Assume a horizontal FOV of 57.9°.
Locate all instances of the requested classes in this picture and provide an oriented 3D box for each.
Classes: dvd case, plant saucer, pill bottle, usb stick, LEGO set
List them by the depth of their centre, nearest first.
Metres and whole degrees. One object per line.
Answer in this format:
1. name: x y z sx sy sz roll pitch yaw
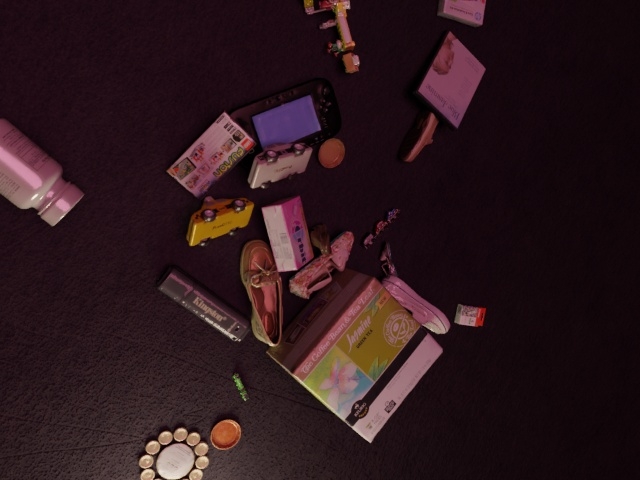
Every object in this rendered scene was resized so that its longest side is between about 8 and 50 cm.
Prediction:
1. pill bottle: -0.645 -0.144 1.270 0.229 0.131 0.131 44 78 -21
2. usb stick: -0.300 0.166 1.504 0.278 0.045 0.077 40 79 -23
3. LEGO set: 0.023 -0.582 1.530 0.107 0.132 0.286 -15 126 -5
4. plant saucer: -0.260 0.528 1.581 0.084 0.013 0.083 -3 96 -24
5. plant saucer: 0.028 -0.244 1.608 0.084 0.015 0.083 -13 118 -26
6. dvd case: 0.385 -0.475 1.714 0.180 0.022 0.252 37 69 -23

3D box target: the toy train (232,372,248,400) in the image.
1. toy train: -0.217 0.399 1.579 0.017 0.024 0.083 -26 106 -19

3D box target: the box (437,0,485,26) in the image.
1. box: 0.427 -0.749 1.721 0.145 0.038 0.186 7 94 -24

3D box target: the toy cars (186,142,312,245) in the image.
1. toy cars: -0.192 -0.135 1.470 0.394 0.176 0.087 -43 68 -4

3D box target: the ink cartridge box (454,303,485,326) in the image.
1. ink cartridge box: 0.492 0.243 1.869 0.115 0.029 0.062 11 91 -24

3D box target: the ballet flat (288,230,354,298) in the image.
1. ballet flat: 0.018 0.075 1.608 0.241 0.077 0.091 -42 149 -8

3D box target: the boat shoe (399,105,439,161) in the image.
1. boat shoe: 0.303 -0.304 1.706 0.072 0.068 0.189 35 81 -35

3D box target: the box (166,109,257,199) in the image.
1. box: -0.271 -0.211 1.442 0.207 0.036 0.114 -43 112 7

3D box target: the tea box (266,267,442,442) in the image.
1. tea box: 0.093 0.303 1.597 0.323 0.220 0.329 45 78 -21

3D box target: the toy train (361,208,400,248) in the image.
1. toy train: 0.177 -0.039 1.701 0.036 0.027 0.158 46 78 -10

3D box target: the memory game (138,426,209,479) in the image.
1. memory game: -0.386 0.584 1.533 0.186 0.012 0.186 -3 97 -23

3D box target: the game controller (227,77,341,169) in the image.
1. game controller: -0.093 -0.309 1.529 0.319 0.067 0.166 -26 106 -18

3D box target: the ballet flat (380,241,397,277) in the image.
1. ballet flat: 0.198 0.062 1.716 0.041 0.041 0.114 -21 103 -20

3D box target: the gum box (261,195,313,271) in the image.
1. gum box: -0.083 -0.014 1.540 0.107 0.062 0.188 -34 114 -60

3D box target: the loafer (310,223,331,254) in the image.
1. loafer: 0.000 0.000 1.571 0.050 0.148 0.056 -10 111 -1

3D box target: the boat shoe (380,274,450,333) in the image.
1. boat shoe: 0.274 0.212 1.724 0.267 0.096 0.088 41 64 -20

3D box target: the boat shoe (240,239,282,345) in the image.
1. boat shoe: -0.144 0.138 1.544 0.105 0.089 0.284 -14 101 -21
